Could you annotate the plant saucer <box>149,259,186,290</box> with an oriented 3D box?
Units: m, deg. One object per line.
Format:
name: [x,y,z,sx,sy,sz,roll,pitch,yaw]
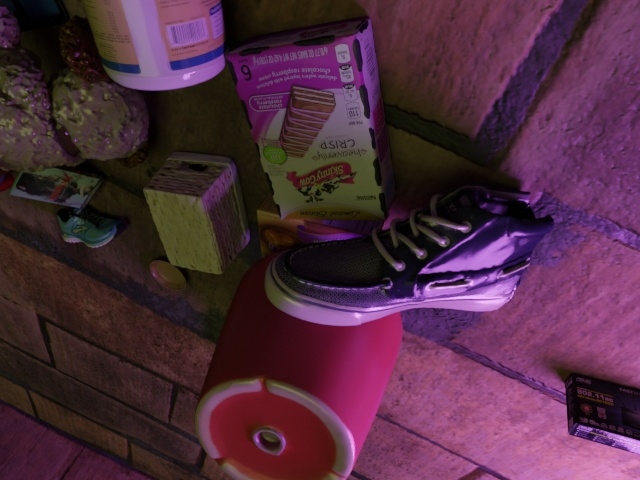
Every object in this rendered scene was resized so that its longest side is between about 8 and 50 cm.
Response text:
plant saucer: [-0.308,0.068,0.923,0.083,0.015,0.083,13,132,15]

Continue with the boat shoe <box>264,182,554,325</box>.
boat shoe: [0.108,0.003,0.543,0.341,0.127,0.158,-2,132,-20]

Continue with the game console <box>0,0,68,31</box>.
game console: [-0.417,-0.333,0.587,0.071,0.107,0.122,28,142,42]

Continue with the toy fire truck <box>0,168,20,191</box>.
toy fire truck: [-0.557,-0.134,0.790,0.246,0.158,0.217,50,131,-7]

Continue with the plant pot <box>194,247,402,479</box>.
plant pot: [-0.032,0.181,0.622,0.275,0.243,0.274,6,118,11]

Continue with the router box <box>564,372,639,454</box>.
router box: [0.450,0.268,0.698,0.122,0.092,0.038,12,132,14]

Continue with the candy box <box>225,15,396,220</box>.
candy box: [-0.001,-0.136,0.566,0.159,0.071,0.233,1,129,23]

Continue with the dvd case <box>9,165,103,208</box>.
dvd case: [-0.453,-0.096,0.779,0.087,0.013,0.119,-41,149,27]

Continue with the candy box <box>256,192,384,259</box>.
candy box: [0.000,0.000,0.698,0.187,0.053,0.109,15,133,14]

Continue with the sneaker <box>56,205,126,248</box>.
sneaker: [-0.450,-0.032,0.870,0.162,0.063,0.073,3,126,22]

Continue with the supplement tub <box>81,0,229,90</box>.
supplement tub: [-0.180,-0.277,0.472,0.144,0.144,0.199,12,132,15]

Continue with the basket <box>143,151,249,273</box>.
basket: [-0.192,-0.041,0.714,0.113,0.103,0.167,9,131,16]

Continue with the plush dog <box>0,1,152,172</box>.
plush dog: [-0.353,-0.172,0.616,0.225,0.210,0.262,-9,149,-5]
